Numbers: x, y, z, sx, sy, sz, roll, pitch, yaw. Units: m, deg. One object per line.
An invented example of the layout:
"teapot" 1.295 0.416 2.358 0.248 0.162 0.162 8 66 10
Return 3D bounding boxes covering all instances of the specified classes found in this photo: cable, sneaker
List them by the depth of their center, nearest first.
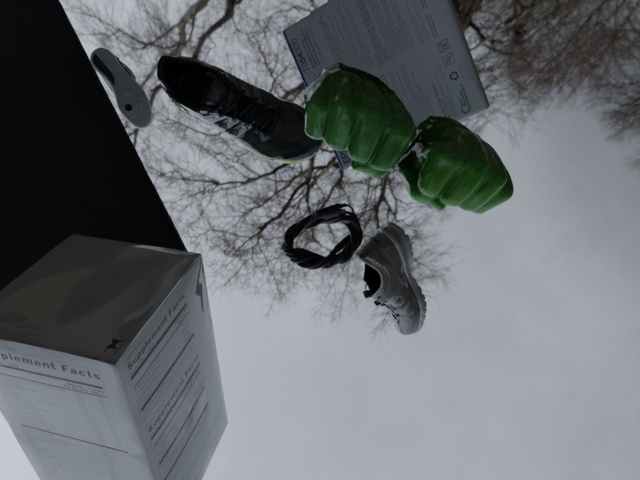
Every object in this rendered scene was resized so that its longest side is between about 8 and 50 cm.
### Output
"sneaker" -0.136 -0.211 0.745 0.299 0.111 0.121 23 -173 5
"sneaker" 0.136 0.096 0.951 0.115 0.281 0.105 -29 -148 -14
"cable" 0.000 0.000 0.979 0.184 0.047 0.151 -18 -127 7
"sneaker" -0.492 -0.389 1.194 0.217 0.079 0.121 59 -177 -10

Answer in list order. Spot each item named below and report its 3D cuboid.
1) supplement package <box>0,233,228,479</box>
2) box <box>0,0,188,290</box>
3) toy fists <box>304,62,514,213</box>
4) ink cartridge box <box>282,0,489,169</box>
"supplement package" -0.183 0.136 0.429 0.138 0.244 0.134 9 -146 10
"box" -0.422 -0.075 0.703 0.297 0.471 0.480 -27 -91 -19
"toy fists" 0.106 -0.116 0.561 0.279 0.096 0.142 24 -155 -14
"ink cartridge box" 0.132 -0.358 0.950 0.324 0.329 0.071 66 -154 -10
